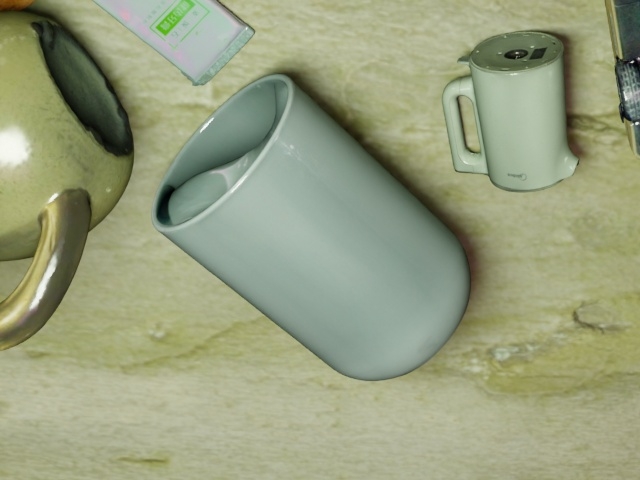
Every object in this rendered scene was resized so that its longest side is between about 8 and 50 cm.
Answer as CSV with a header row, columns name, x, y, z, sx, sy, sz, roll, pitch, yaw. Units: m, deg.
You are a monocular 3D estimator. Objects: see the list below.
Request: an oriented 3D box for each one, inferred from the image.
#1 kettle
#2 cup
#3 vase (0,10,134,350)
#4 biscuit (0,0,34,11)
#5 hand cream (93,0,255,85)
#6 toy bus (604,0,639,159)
name,x,y,z,sx,sy,sz,roll,pitch,yaw
kettle,0.200,-0.131,1.882,0.127,0.098,0.148,-12,121,-5
cup,0.000,0.000,1.871,0.205,0.205,0.312,-41,114,15
vase,-0.337,-0.039,1.748,0.302,0.329,0.241,-30,149,14
biscuit,-0.416,-0.253,1.793,0.280,0.043,0.183,-6,121,-2
hand cream,-0.195,-0.261,1.814,0.275,0.050,0.079,38,136,-26
toy bus,0.351,-0.276,1.763,0.177,0.202,0.365,-10,121,7
